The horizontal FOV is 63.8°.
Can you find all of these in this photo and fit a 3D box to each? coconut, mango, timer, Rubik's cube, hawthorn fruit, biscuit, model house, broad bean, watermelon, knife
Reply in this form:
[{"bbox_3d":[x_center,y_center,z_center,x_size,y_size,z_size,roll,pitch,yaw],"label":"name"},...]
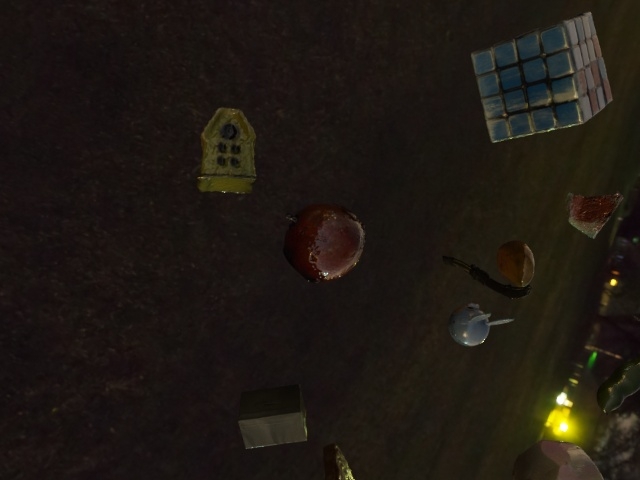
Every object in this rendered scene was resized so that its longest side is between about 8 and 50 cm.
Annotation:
[{"bbox_3d":[0.661,0.683,1.452,0.230,0.227,0.227,12,98,-22],"label":"coconut"},{"bbox_3d":[0.570,0.061,1.497,0.165,0.089,0.115,-87,-169,-73],"label":"mango"},{"bbox_3d":[0.604,0.305,1.998,0.175,0.175,0.255,-32,159,-46],"label":"timer"},{"bbox_3d":[0.594,-0.433,1.380,0.253,0.259,0.256,-31,107,-44],"label":"Rubik's cube"},{"bbox_3d":[0.012,0.012,1.894,0.316,0.316,0.316,-34,133,-45],"label":"hawthorn fruit"},{"bbox_3d":[0.065,0.587,1.142,0.273,0.049,0.257,123,-53,-89],"label":"biscuit"},{"bbox_3d":[-0.278,-0.262,1.490,0.193,0.174,0.234,141,-55,-76],"label":"model house"},{"bbox_3d":[0.847,0.358,1.420,0.318,0.098,0.056,-48,162,-26],"label":"broad bean"},{"bbox_3d":[0.746,-0.065,1.366,0.121,0.158,0.098,27,79,-24],"label":"watermelon"},{"bbox_3d":[0.346,0.078,1.088,0.021,0.222,0.046,-18,116,-32],"label":"knife"}]

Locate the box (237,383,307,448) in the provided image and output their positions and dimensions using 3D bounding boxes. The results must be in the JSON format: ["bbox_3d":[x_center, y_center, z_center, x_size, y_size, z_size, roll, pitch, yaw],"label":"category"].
[{"bbox_3d":[-0.175,0.648,1.902,0.149,0.231,0.155,-96,176,-63],"label":"box"}]
